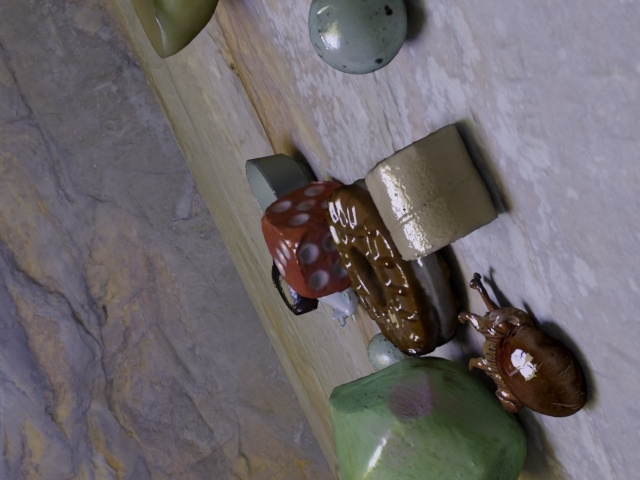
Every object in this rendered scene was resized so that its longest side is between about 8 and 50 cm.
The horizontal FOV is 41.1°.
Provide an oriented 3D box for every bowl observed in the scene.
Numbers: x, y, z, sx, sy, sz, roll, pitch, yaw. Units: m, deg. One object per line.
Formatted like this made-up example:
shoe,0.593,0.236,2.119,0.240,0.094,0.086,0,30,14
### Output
bowl,-0.070,-0.102,1.875,0.211,0.112,0.211,59,166,25

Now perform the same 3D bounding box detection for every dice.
dice,0.000,0.000,1.676,0.179,0.174,0.174,38,150,54

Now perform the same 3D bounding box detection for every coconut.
coconut,0.160,0.326,1.404,0.328,0.281,0.328,25,-174,-3

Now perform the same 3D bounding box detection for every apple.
apple,-0.340,-0.573,1.688,0.311,0.320,0.360,26,-159,-38

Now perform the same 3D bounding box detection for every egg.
egg,0.045,-0.278,1.102,0.131,0.131,0.164,65,172,-2
egg,0.144,0.230,1.738,0.110,0.085,0.085,23,138,59

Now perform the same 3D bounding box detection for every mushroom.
mushroom,0.278,0.162,1.135,0.171,0.080,0.135,56,154,20

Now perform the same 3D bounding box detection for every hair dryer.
hair dryer,-0.077,0.072,2.297,0.359,0.120,0.304,82,168,-75

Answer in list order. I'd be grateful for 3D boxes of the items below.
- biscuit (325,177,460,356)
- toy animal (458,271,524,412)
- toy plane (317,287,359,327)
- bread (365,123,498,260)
biscuit,0.119,0.045,1.451,0.332,0.103,0.332,57,165,24
toy animal,0.259,0.151,1.253,0.099,0.056,0.241,35,147,50
toy plane,0.034,0.126,1.971,0.174,0.080,0.174,60,167,23
bread,0.140,-0.062,1.128,0.141,0.134,0.148,64,153,0
